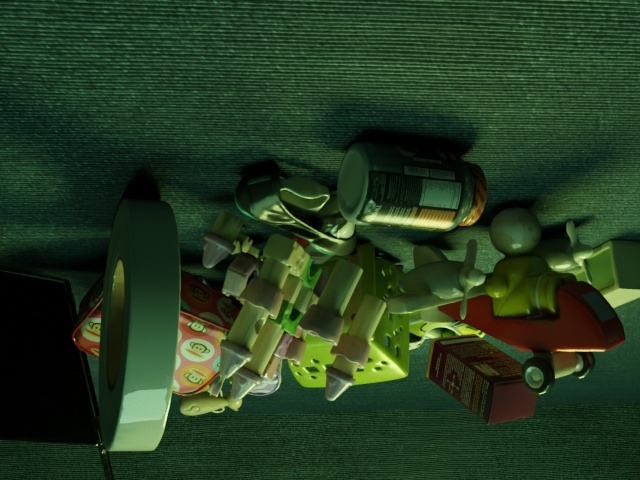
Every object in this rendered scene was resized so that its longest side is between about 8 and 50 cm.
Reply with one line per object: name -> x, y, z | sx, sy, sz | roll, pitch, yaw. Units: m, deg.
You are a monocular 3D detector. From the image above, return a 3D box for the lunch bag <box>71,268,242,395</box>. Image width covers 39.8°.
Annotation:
lunch bag -> -0.314, 0.176, 1.684 | 0.293, 0.120, 0.258 | 32, 120, -22

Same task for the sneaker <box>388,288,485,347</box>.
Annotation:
sneaker -> 0.330, 0.169, 1.940 | 0.385, 0.147, 0.145 | 2, 159, -16

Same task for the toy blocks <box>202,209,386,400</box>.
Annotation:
toy blocks -> -0.090, 0.139, 1.432 | 0.309, 0.260, 0.288 | 23, 170, 20

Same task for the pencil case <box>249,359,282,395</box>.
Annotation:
pencil case -> -0.115, 0.210, 1.697 | 0.088, 0.206, 0.086 | -7, 116, 3

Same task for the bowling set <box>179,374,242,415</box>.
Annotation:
bowling set -> -0.284, 0.268, 2.177 | 0.154, 0.200, 0.287 | -7, 119, -3

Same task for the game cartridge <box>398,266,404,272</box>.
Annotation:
game cartridge -> 0.142, 0.071, 1.826 | 0.056, 0.017, 0.083 | 4, 161, -9

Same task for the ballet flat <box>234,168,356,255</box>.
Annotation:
ballet flat -> -0.007, -0.042, 1.360 | 0.096, 0.095, 0.280 | -27, 152, 32

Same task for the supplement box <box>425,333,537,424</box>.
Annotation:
supplement box -> 0.285, 0.242, 1.568 | 0.104, 0.080, 0.188 | -3, -160, -28

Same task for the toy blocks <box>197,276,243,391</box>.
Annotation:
toy blocks -> -0.247, 0.177, 1.874 | 0.382, 0.190, 0.261 | -16, 150, 8

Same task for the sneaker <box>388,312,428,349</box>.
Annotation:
sneaker -> 0.244, 0.205, 2.112 | 0.153, 0.094, 0.235 | -3, 153, 28

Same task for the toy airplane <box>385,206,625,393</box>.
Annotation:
toy airplane -> 0.306, 0.066, 1.541 | 0.385, 0.272, 0.386 | 7, -162, 2

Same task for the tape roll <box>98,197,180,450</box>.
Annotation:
tape roll -> -0.285, 0.129, 1.357 | 0.072, 0.391, 0.392 | 4, 160, -19

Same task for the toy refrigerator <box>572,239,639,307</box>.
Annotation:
toy refrigerator -> 0.553, 0.089, 1.806 | 0.094, 0.102, 0.269 | 3, 161, -18

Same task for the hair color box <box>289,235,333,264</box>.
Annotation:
hair color box -> 0.000, 0.000, 1.552 | 0.072, 0.043, 0.141 | 6, 158, -25

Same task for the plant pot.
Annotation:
plant pot -> 0.033, 0.136, 1.683 | 0.228, 0.227, 0.207 | -9, 150, 19

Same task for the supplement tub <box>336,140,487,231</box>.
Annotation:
supplement tub -> 0.129, -0.073, 1.241 | 0.191, 0.117, 0.117 | 5, 160, -22

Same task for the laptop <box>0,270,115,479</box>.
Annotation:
laptop -> -0.555, 0.278, 1.681 | 0.236, 0.382, 0.407 | -12, 142, -16
